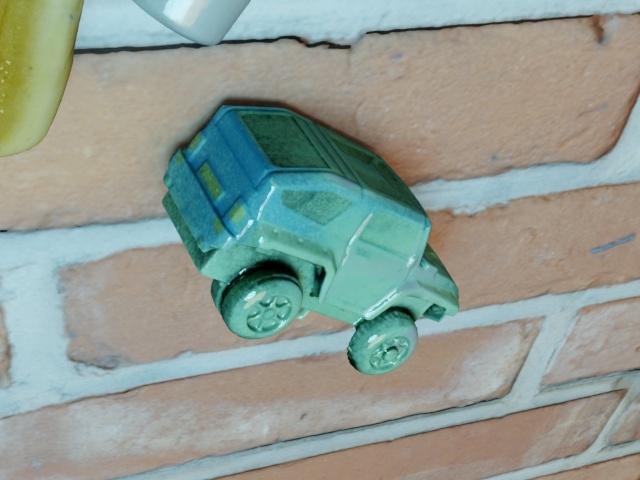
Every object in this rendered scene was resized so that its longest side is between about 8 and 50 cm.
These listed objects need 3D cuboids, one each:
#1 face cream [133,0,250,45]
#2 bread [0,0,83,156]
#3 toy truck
[{"bbox_3d":[-0.012,-0.268,0.639,0.143,0.089,0.314,21,113,-43],"label":"face cream"},{"bbox_3d":[-0.224,-0.139,0.661,0.134,0.085,0.173,2,134,-34],"label":"bread"},{"bbox_3d":[0.000,0.000,0.890,0.278,0.155,0.156,21,116,-42],"label":"toy truck"}]
